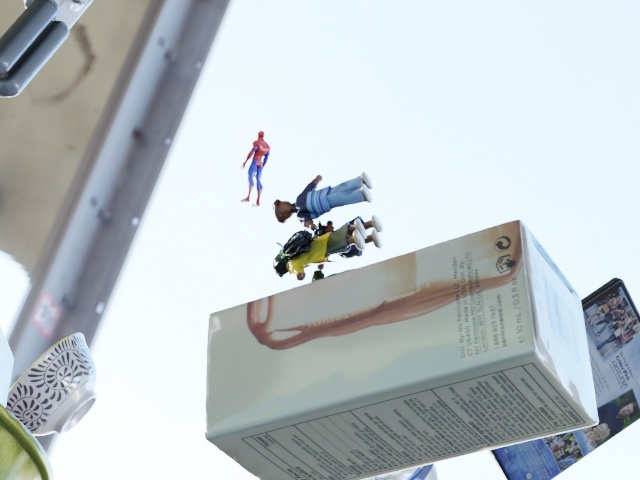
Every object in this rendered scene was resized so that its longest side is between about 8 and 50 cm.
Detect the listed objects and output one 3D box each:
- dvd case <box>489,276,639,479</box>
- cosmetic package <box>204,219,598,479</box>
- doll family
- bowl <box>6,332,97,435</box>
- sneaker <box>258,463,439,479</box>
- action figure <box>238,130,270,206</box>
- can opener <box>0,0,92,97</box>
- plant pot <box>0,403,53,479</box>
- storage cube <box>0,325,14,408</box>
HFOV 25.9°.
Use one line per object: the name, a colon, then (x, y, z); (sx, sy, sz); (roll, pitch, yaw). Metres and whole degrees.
dvd case: (0.309, 0.185, 1.741); (0.180, 0.253, 0.022); (60, -9, -17)
cosmetic package: (0.065, 0.106, 1.176); (0.296, 0.129, 0.153); (-17, -36, 22)
doll family: (0.000, 0.000, 1.452); (0.111, 0.193, 0.076); (-20, -64, 21)
bowl: (-0.365, 0.218, 1.952); (0.080, 0.170, 0.170); (41, -23, 8)
sneaker: (0.021, 0.260, 1.551); (0.112, 0.131, 0.296); (-14, -16, 38)
action figure: (-0.097, -0.109, 2.073); (0.038, 0.115, 0.030); (21, -16, -38)
can opener: (-0.403, -0.303, 1.981); (0.093, 0.280, 0.074); (-4, -51, 24)
plant pot: (-0.479, 0.296, 1.230); (0.366, 0.353, 0.366); (16, -33, 10)
storage cube: (-0.472, 0.148, 1.575); (0.193, 0.215, 0.184); (-8, -53, 2)
